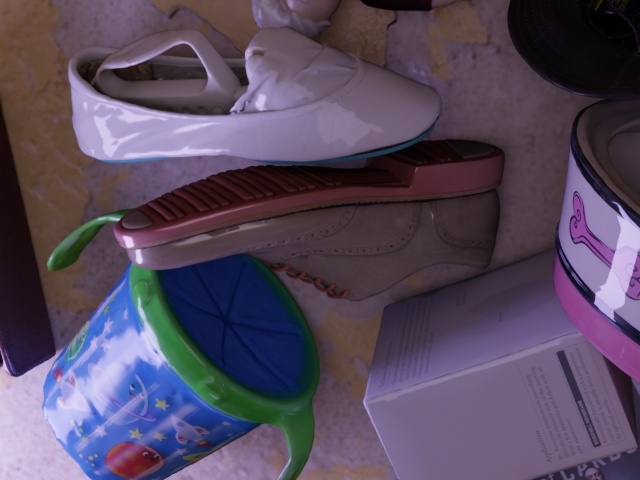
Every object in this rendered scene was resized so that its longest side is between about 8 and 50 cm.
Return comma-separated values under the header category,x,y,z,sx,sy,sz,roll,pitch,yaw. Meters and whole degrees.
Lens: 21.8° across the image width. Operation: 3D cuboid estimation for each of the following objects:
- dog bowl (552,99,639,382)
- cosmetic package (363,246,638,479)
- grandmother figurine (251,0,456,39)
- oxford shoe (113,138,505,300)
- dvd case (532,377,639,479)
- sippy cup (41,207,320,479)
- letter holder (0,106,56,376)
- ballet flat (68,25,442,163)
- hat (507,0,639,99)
category,x,y,z,sx,sy,sz,roll,pitch,yaw
dog bowl,0.389,0.032,1.483,0.408,0.408,0.150,24,117,7
cosmetic package,0.177,0.128,1.610,0.225,0.224,0.138,-18,108,15
grandmother figurine,0.074,-0.314,1.635,0.342,0.104,0.207,-35,72,13
oxford shoe,0.000,0.000,1.618,0.397,0.140,0.146,-8,108,-15
dvd case,0.296,0.261,1.718,0.179,0.029,0.238,-28,93,14
sippy cup,-0.158,0.134,1.706,0.224,0.240,0.305,-40,46,25
letter holder,-0.413,0.010,1.732,0.152,0.214,0.301,-10,97,14
ballet flat,-0.083,-0.148,1.642,0.400,0.139,0.139,0,99,25
hat,0.350,-0.205,1.546,0.331,0.331,0.134,-19,132,14
